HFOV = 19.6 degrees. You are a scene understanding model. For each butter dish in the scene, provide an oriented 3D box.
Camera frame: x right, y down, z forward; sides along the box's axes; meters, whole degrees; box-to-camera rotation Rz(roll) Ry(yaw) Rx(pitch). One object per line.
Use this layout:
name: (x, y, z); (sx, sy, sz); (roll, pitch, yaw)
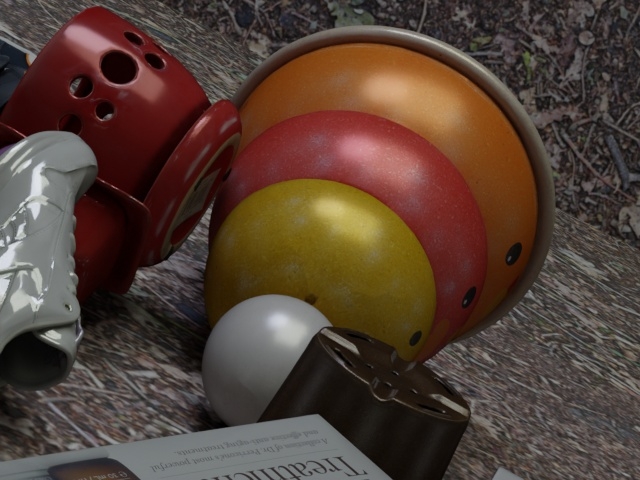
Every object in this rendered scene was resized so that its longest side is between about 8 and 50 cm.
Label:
butter dish: (-0.237, 0.006, 1.522); (0.160, 0.118, 0.160); (30, -32, 1)

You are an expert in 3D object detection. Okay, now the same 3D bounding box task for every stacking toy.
stacking toy: (0.003, 0.040, 1.669); (0.350, 0.351, 0.480); (29, 32, 3)

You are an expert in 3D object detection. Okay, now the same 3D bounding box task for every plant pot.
plant pot: (-0.174, -0.086, 1.631); (0.174, 0.191, 0.191); (30, 13, 6)
plant pot: (0.015, 0.161, 1.316); (0.167, 0.165, 0.167); (27, 12, -6)

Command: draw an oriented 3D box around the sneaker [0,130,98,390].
sneaker: (-0.227, 0.033, 1.350); (0.152, 0.114, 0.305); (35, 39, -1)

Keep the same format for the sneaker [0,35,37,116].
sneaker: (-0.301, -0.114, 1.814); (0.321, 0.126, 0.127); (35, 9, 21)

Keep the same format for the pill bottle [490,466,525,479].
pill bottle: (0.200, 0.259, 1.443); (0.186, 0.112, 0.112); (30, 13, 8)

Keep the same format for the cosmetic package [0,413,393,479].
cosmetic package: (-0.054, 0.220, 0.950); (0.377, 0.097, 0.284); (-4, 35, -47)
